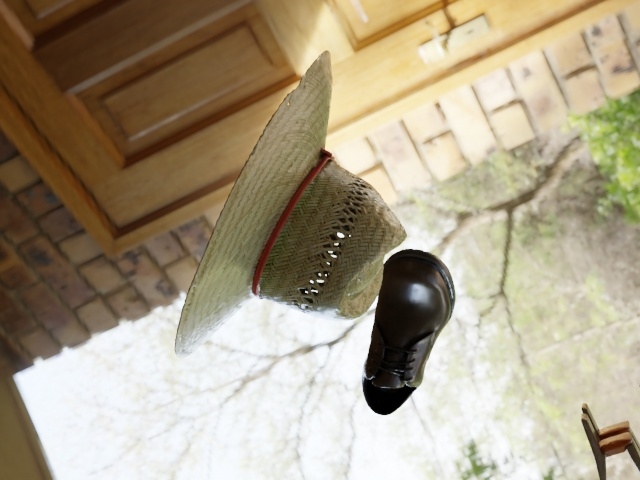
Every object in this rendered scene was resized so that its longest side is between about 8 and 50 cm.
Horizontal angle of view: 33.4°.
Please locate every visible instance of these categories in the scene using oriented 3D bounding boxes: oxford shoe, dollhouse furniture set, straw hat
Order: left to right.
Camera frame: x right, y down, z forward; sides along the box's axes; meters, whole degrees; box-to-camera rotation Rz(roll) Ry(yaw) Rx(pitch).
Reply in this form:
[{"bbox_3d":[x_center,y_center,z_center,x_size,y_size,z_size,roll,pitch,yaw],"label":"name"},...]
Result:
[{"bbox_3d":[0.000,0.000,0.424,0.061,0.145,0.144,25,-167,4],"label":"straw hat"},{"bbox_3d":[0.087,0.101,1.088,0.227,0.082,0.096,94,-169,-46],"label":"oxford shoe"},{"bbox_3d":[0.462,0.213,1.361,0.259,0.262,0.135,-10,-100,-75],"label":"dollhouse furniture set"}]
